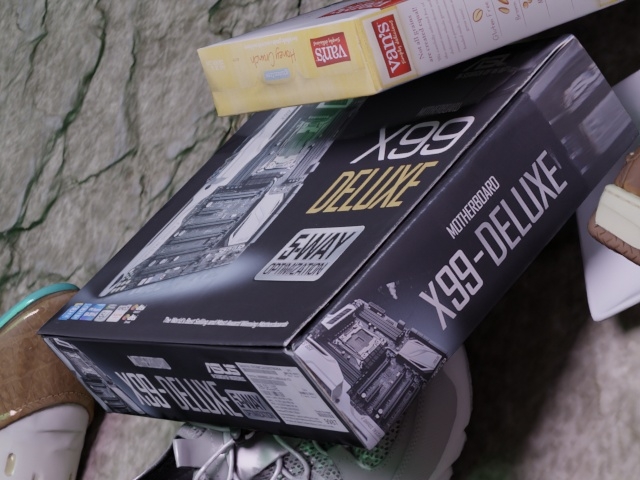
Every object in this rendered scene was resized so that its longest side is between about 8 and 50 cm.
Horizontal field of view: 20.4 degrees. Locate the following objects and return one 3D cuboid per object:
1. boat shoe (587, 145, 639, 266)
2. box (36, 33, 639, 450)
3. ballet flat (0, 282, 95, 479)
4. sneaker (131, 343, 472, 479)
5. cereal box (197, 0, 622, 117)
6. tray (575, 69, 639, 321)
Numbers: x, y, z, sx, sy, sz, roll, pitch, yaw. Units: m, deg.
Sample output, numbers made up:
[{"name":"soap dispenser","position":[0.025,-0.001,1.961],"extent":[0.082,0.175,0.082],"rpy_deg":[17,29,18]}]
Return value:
[{"name":"boat shoe","position":[0.231,0.007,0.799],"extent":[0.257,0.095,0.095],"rpy_deg":[34,98,42]},{"name":"box","position":[0.000,0.000,1.022],"extent":[0.242,0.076,0.307],"rpy_deg":[-47,22,-23]},{"name":"ballet flat","position":[-0.252,0.179,1.305],"extent":[0.342,0.116,0.124],"rpy_deg":[-43,59,24]},{"name":"sneaker","position":[-0.030,0.137,1.037],"extent":[0.281,0.115,0.105],"rpy_deg":[-40,41,28]},{"name":"cereal box","position":[0.073,-0.129,0.997],"extent":[0.173,0.240,0.047],"rpy_deg":[-2,107,58]},{"name":"tray","position":[0.243,-0.067,0.913],"extent":[0.270,0.030,0.145],"rpy_deg":[-32,46,34]}]
